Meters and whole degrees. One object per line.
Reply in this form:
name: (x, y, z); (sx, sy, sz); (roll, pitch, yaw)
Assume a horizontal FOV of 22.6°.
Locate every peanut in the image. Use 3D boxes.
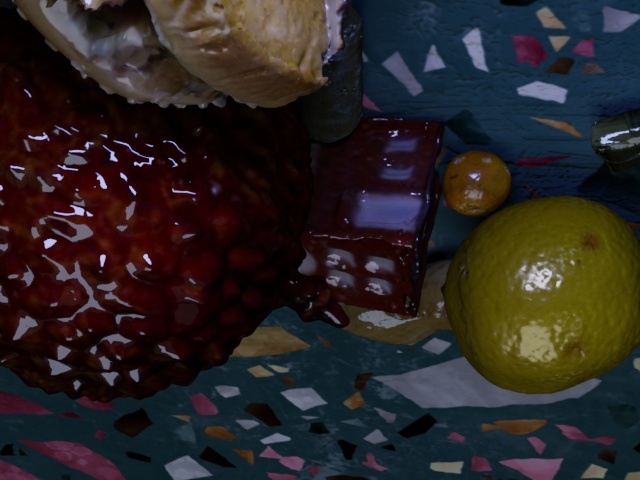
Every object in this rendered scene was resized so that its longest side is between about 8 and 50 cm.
peanut: (0.139, 0.076, 2.033); (0.263, 0.101, 0.117); (-7, 161, 21)

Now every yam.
yam: (0.010, -0.184, 1.732); (0.078, 0.078, 0.179); (7, 144, 9)

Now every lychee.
lychee: (-0.189, -0.035, 1.603); (0.500, 0.424, 0.424); (24, 143, -16)

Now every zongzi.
zongzi: (0.358, -0.105, 1.760); (0.104, 0.052, 0.113); (-10, 152, 21)

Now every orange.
orange: (0.179, -0.067, 1.844); (0.083, 0.070, 0.083); (8, 157, 3)

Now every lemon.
lemon: (0.270, 0.059, 1.855); (0.254, 0.228, 0.228); (-24, 136, 8)

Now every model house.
model house: (0.006, -0.035, 1.838); (0.254, 0.196, 0.160); (6, 146, 11)

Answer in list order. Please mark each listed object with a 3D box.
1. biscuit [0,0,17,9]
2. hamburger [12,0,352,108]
biscuit: (-0.285, -0.286, 1.683); (0.186, 0.079, 0.309); (3, 145, 10)
hamburger: (-0.166, -0.318, 1.282); (0.268, 0.445, 0.287); (-4, -176, 31)
